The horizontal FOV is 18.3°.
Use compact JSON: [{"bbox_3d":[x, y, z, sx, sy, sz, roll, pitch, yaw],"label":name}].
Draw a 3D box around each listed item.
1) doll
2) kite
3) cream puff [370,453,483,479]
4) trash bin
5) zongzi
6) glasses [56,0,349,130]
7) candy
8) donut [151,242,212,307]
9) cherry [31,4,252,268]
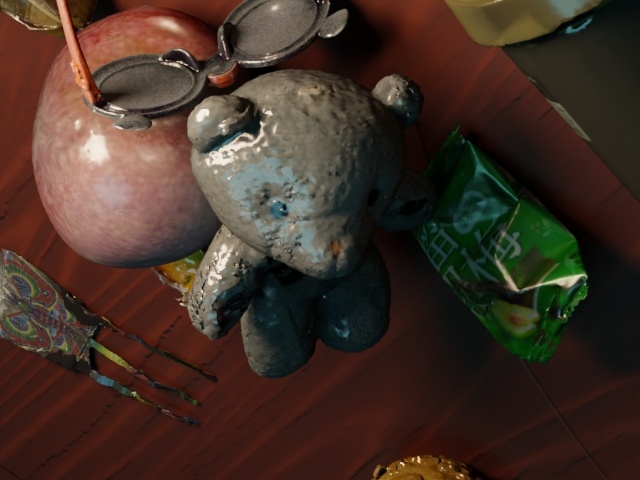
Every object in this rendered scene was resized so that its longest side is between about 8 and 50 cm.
[{"bbox_3d":[0.003,0.002,1.692,0.158,0.246,0.340,51,153,47],"label":"doll"},{"bbox_3d":[-0.247,0.115,2.184,0.285,0.015,0.152,26,138,12],"label":"kite"},{"bbox_3d":[0.117,0.273,2.017,0.144,0.103,0.126,18,149,21],"label":"cream puff"},{"bbox_3d":[0.221,-0.181,1.443,0.334,0.214,0.214,46,138,-19],"label":"trash bin"},{"bbox_3d":[-0.262,-0.282,1.785,0.187,0.084,0.184,28,129,-1],"label":"zongzi"},{"bbox_3d":[-0.115,-0.241,1.606,0.118,0.234,0.268,44,156,50],"label":"glasses"},{"bbox_3d":[0.157,0.006,1.761,0.203,0.078,0.141,51,131,16],"label":"candy"},{"bbox_3d":[-0.082,0.003,1.926,0.181,0.078,0.146,-5,126,30],"label":"donut"},{"bbox_3d":[-0.154,-0.080,1.789,0.206,0.239,0.239,-8,130,-1],"label":"cherry"}]
